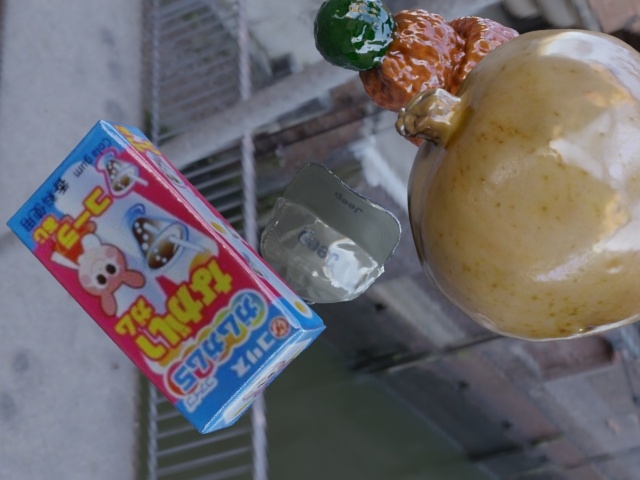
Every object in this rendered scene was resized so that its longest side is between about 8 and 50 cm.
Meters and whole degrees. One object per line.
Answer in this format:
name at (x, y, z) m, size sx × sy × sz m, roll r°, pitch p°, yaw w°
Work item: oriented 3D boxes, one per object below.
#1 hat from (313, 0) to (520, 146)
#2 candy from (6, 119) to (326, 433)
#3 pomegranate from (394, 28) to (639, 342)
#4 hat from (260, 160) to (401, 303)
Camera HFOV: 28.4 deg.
hat at (0.157, -0.273, 2.149) m, size 0.400 × 0.285 × 0.285 m, roll 12°, pitch 52°, yaw -17°
candy at (-0.158, 0.036, 1.292) m, size 0.306 × 0.157 × 0.100 m, roll 46°, pitch 9°, yaw 10°
pomegranate at (0.275, -0.069, 1.539) m, size 0.411 × 0.412 × 0.411 m, roll 49°, pitch 32°, yaw -45°
hat at (0.000, 0.000, 2.002) m, size 0.149 × 0.214 × 0.244 m, roll -55°, pitch 173°, yaw -16°
